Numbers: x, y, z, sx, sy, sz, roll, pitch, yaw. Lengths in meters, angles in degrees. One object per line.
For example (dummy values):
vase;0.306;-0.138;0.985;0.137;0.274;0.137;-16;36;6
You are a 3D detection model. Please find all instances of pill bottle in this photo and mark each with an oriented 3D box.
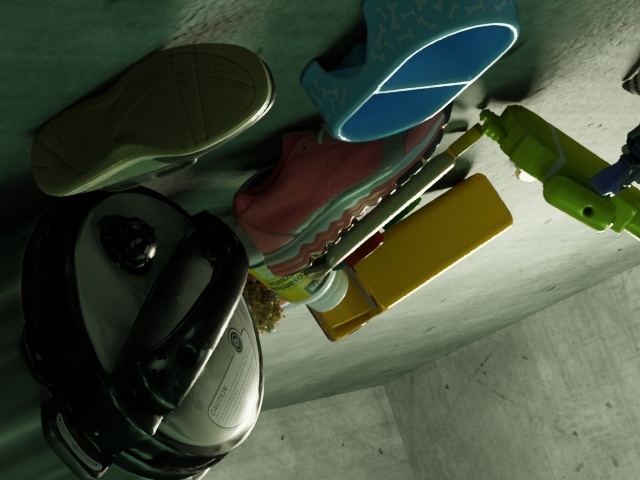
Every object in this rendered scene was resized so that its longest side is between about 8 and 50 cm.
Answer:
pill bottle;-0.041;0.029;1.702;0.103;0.103;0.184;-26;137;26

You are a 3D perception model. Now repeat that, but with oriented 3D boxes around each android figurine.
android figurine;0.330;-0.095;1.587;0.056;0.272;0.248;-56;-170;21

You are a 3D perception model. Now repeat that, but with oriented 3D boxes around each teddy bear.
teddy bear;-0.178;0.093;1.770;0.245;0.113;0.338;23;169;-3

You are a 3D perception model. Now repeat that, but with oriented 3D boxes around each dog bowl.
dog bowl;0.096;-0.191;1.238;0.165;0.074;0.297;-11;165;-30

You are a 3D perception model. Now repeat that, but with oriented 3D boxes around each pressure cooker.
pressure cooker;-0.270;0.137;1.409;0.420;0.370;0.375;-27;155;26

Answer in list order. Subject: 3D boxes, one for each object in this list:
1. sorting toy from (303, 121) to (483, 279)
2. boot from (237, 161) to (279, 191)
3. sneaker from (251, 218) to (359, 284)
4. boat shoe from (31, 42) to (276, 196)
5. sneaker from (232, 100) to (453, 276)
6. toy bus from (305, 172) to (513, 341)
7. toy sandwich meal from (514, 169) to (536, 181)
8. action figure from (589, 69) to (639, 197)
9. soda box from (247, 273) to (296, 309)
sorting toy;0.114;-0.051;1.577;0.307;0.041;0.229;-40;179;-10
boot;-0.018;-0.051;1.608;0.244;0.088;0.176;-16;168;-26
sneaker;0.000;0.000;1.857;0.228;0.086;0.132;-20;175;39
boat shoe;-0.157;-0.114;1.162;0.285;0.103;0.092;-22;171;28
sneaker;0.023;-0.098;1.426;0.314;0.136;0.116;-42;-170;5
toy bus;0.133;0.027;1.862;0.332;0.108;0.130;-32;178;-17
toy sandwich meal;0.352;-0.123;1.928;0.085;0.029;0.085;-11;156;-5
action figure;0.442;-0.191;1.512;0.341;0.178;0.330;-34;161;-6
soda box;-0.045;0.063;2.002;0.263;0.084;0.092;-17;167;-10
